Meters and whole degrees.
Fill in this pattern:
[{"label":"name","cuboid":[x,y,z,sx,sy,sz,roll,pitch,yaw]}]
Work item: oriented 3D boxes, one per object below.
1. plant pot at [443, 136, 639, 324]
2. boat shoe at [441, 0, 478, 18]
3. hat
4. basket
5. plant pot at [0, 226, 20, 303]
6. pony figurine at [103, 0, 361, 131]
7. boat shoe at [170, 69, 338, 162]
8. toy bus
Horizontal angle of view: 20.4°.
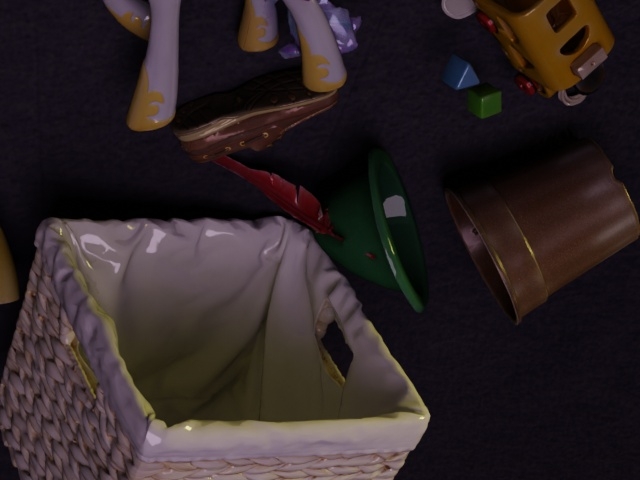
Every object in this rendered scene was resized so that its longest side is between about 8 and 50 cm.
[{"label":"plant pot","cuboid":[0.244,-0.019,1.916,0.165,0.167,0.167,-27,123,-3]},{"label":"boat shoe","cuboid":[0.166,-0.282,1.801,0.046,0.038,0.125,29,112,-5]},{"label":"hat","cuboid":[0.000,0.000,1.894,0.184,0.208,0.173,-16,158,13]},{"label":"basket","cuboid":[-0.124,0.171,1.825,0.331,0.328,0.266,0,129,-32]},{"label":"plant pot","cuboid":[-0.377,0.011,1.835,0.134,0.134,0.095,2,97,-12]},{"label":"pony figurine","cuboid":[-0.082,-0.286,1.639,0.351,0.302,0.363,-11,139,6]},{"label":"boat shoe","cuboid":[-0.064,-0.128,1.840,0.178,0.064,0.060,-17,128,7]},{"label":"toy bus","cuboid":[0.242,-0.203,1.798,0.202,0.104,0.191,-5,119,-31]}]
